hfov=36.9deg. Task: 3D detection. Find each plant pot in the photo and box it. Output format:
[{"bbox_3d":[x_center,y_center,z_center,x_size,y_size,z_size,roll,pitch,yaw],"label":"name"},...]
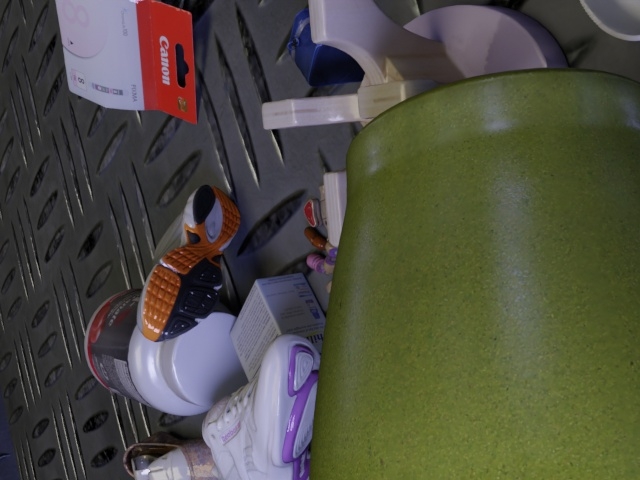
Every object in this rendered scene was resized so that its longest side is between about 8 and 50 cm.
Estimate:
[{"bbox_3d":[0.150,0.086,0.671,0.366,0.366,0.353,-34,56,56],"label":"plant pot"}]

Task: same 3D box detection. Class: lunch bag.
[{"bbox_3d":[0.012,-0.210,1.022,0.065,0.098,0.067,62,149,34],"label":"lunch bag"}]

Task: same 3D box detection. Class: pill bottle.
[{"bbox_3d":[-0.219,0.162,1.419,0.318,0.176,0.176,-1,96,59],"label":"pill bottle"}]

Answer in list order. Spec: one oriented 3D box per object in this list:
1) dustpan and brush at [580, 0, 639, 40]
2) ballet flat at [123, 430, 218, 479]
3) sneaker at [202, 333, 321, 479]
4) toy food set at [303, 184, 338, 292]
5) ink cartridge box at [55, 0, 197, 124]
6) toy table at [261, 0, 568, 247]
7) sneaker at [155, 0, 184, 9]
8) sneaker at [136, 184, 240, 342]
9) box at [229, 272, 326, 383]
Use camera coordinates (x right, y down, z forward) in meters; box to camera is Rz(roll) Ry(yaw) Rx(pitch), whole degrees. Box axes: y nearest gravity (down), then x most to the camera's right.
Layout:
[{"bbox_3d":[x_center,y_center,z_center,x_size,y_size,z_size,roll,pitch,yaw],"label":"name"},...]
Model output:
[{"bbox_3d":[0.244,-0.175,0.681,0.147,0.060,0.211,-40,63,55],"label":"dustpan and brush"},{"bbox_3d":[-0.244,0.380,1.579,0.316,0.106,0.108,-14,85,59],"label":"ballet flat"},{"bbox_3d":[-0.078,0.218,1.135,0.152,0.114,0.305,24,133,17],"label":"sneaker"},{"bbox_3d":[0.000,0.000,1.168,0.078,0.019,0.122,-34,68,56],"label":"toy food set"},{"bbox_3d":[-0.293,-0.280,1.439,0.232,0.066,0.189,28,134,30],"label":"ink cartridge box"},{"bbox_3d":[0.072,-0.128,0.884,0.274,0.160,0.252,-18,81,60],"label":"toy table"},{"bbox_3d":[-0.254,-0.351,1.451,0.095,0.090,0.235,41,135,28],"label":"sneaker"},{"bbox_3d":[-0.193,0.047,1.318,0.121,0.099,0.262,-39,21,41],"label":"sneaker"},{"bbox_3d":[-0.046,0.134,1.226,0.137,0.072,0.126,63,144,29],"label":"box"}]
